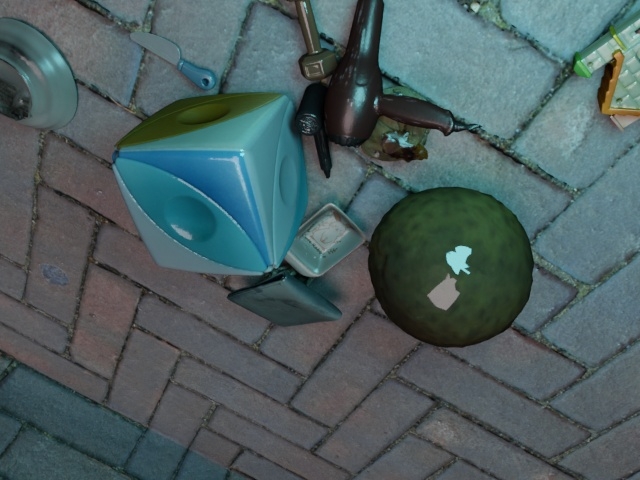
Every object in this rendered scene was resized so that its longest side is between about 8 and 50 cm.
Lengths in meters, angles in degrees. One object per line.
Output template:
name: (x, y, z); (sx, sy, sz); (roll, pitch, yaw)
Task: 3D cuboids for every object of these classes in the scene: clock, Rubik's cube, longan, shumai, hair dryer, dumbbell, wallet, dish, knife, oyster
clock: (0.657, -0.349, 0.983); (0.220, 0.106, 0.255); (44, 130, -14)
Rubik's cube: (-0.242, -0.145, 1.249); (0.347, 0.352, 0.352); (1, 123, 16)
longan: (0.299, 0.062, 1.211); (0.391, 0.391, 0.391); (8, 127, 11)
shumai: (0.165, -0.250, 1.193); (0.201, 0.120, 0.201); (8, 129, 10)
hair dryer: (-0.001, -0.242, 1.259); (0.070, 0.128, 0.255); (1, 136, 16)
dumbbell: (-0.027, -0.471, 1.115); (0.092, 0.082, 0.231); (-4, 123, 19)
wallet: (-0.113, 0.191, 1.569); (0.290, 0.054, 0.251); (-17, 137, 42)
dish: (-0.829, -0.428, 1.382); (0.316, 0.106, 0.316); (8, 127, 11)
knife: (-0.366, -0.459, 1.270); (0.244, 0.032, 0.058); (35, 130, -4)
hair dryer: (0.182, -0.321, 1.060); (0.340, 0.123, 0.313); (20, 105, 20)
dish: (0.000, 0.000, 1.438); (0.234, 0.064, 0.154); (-39, 107, 21)
oyster: (-0.122, 0.132, 1.579); (0.199, 0.087, 0.252); (11, 136, -5)
